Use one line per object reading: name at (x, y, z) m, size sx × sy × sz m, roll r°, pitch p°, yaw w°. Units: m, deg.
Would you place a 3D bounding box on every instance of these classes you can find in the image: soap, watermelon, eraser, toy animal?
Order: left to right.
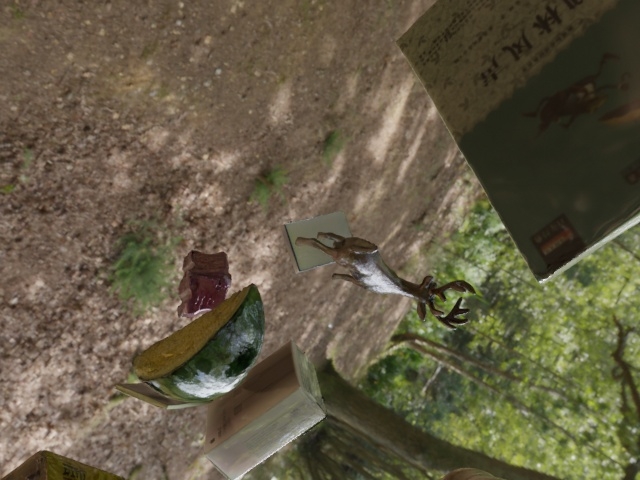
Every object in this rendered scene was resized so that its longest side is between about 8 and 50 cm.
soap at (-0.302, 0.114, 1.548) m, size 0.289 × 0.112 × 0.182 m, roll 148°, pitch -55°, yaw -70°
watermelon at (-0.127, 0.134, 0.673) m, size 0.181 × 0.075 × 0.092 m, roll -34°, pitch -156°, yaw 14°
eraser at (0.000, 0.000, 1.240) m, size 0.150 × 0.104 × 0.023 m, roll -14°, pitch 171°, yaw -31°
toy animal at (0.104, 0.061, 0.994) m, size 0.243 × 0.260 × 0.087 m, roll 25°, pitch 85°, yaw -51°

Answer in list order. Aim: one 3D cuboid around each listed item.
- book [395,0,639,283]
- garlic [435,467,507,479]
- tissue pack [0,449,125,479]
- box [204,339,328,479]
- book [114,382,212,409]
book at (0.237, -0.177, 0.596) m, size 0.031 × 0.379 × 0.264 m, roll 19°, pitch 130°, yaw -42°
garlic at (0.128, 0.367, 0.659) m, size 0.245 × 0.253 × 0.245 m, roll -41°, pitch -146°, yaw 36°
tissue pack at (-0.389, 0.394, 0.909) m, size 0.120 × 0.082 × 0.169 m, roll -38°, pitch 134°, yaw 5°
box at (-0.122, 0.361, 1.301) m, size 0.251 × 0.106 × 0.203 m, roll -37°, pitch -160°, yaw 5°
book at (-0.314, 0.314, 1.227) m, size 0.181 × 0.127 × 0.014 m, roll 30°, pitch 75°, yaw -69°
